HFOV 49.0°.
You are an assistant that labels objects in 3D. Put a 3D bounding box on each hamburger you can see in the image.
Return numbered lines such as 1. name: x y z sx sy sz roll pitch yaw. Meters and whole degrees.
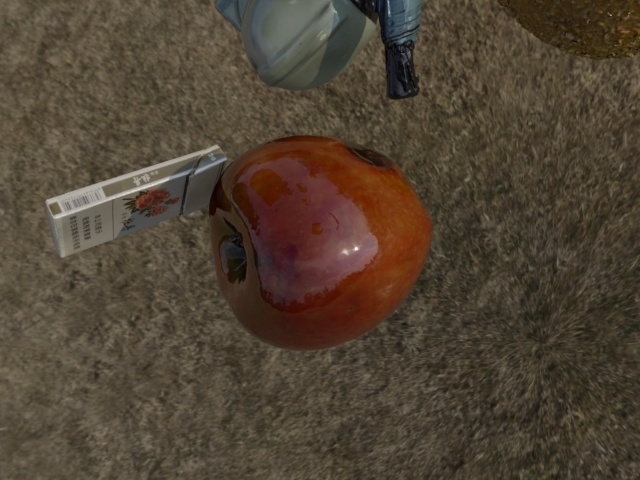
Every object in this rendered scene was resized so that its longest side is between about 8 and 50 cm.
1. hamburger: 0.362 -0.361 0.911 0.276 0.294 0.179 32 75 6

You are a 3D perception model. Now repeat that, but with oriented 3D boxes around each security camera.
1. security camera: -0.024 -0.309 0.945 0.191 0.277 0.197 -41 116 16

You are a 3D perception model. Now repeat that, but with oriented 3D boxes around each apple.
1. apple: 0.000 0.000 0.725 0.230 0.230 0.230 -3 81 17

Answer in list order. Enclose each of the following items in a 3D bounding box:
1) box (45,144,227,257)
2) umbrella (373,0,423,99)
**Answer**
1. box: -0.205 -0.044 0.793 0.198 0.109 0.029 -22 75 -24
2. umbrella: 0.083 -0.282 0.773 0.053 0.052 0.250 15 117 37
